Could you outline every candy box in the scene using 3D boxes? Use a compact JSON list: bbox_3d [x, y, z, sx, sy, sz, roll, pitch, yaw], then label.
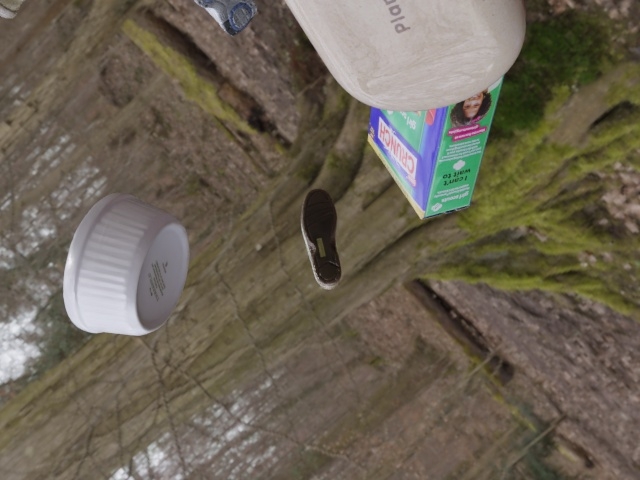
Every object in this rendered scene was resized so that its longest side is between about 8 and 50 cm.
[{"bbox_3d":[0.202,-0.249,1.384,0.317,0.122,0.268,93,157,-44],"label":"candy box"}]

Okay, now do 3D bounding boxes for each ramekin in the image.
[{"bbox_3d":[-0.348,0.052,1.380,0.127,0.273,0.273,12,-179,13],"label":"ramekin"}]

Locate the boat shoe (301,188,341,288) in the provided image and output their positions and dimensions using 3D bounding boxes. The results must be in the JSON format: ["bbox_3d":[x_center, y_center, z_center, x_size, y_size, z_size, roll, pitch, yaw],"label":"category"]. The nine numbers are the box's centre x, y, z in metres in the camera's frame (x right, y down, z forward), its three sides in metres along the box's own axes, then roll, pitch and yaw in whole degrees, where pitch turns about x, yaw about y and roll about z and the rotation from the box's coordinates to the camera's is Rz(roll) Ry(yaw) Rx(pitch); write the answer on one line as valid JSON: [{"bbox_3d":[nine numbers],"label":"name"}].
[{"bbox_3d":[0.000,0.000,1.378,0.072,0.068,0.190,87,178,-73],"label":"boat shoe"}]

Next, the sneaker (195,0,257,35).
[{"bbox_3d":[-0.235,-0.530,1.502,0.129,0.111,0.297,44,177,17],"label":"sneaker"}]

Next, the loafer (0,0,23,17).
[{"bbox_3d":[-0.450,-0.418,1.047,0.102,0.092,0.269,30,-148,-42],"label":"loafer"}]

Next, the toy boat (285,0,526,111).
[{"bbox_3d":[0.056,-0.208,0.530,0.231,0.150,0.151,52,-145,-39],"label":"toy boat"}]
